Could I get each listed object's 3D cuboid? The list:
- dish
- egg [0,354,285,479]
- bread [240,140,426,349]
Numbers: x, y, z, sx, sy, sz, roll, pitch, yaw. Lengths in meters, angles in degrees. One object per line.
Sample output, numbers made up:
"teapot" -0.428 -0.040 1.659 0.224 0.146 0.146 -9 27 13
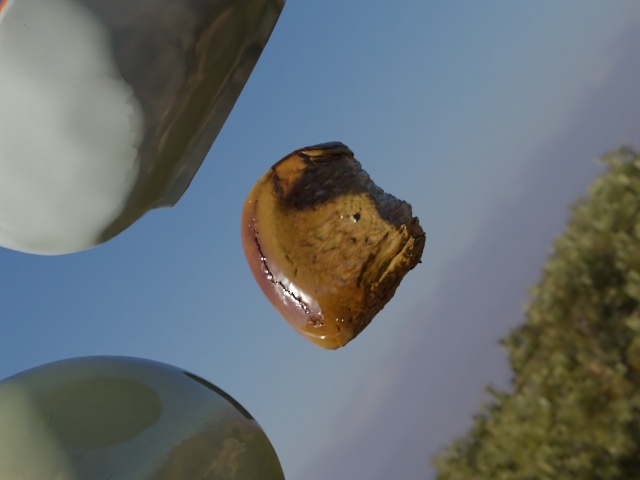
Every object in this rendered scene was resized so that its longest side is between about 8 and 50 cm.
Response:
"dish" -0.098 -0.100 0.866 0.256 0.117 0.256 -60 7 12
"egg" -0.138 0.179 0.919 0.269 0.219 0.219 -32 8 31
"bread" 0.000 0.000 1.178 0.126 0.129 0.044 -47 -26 15
